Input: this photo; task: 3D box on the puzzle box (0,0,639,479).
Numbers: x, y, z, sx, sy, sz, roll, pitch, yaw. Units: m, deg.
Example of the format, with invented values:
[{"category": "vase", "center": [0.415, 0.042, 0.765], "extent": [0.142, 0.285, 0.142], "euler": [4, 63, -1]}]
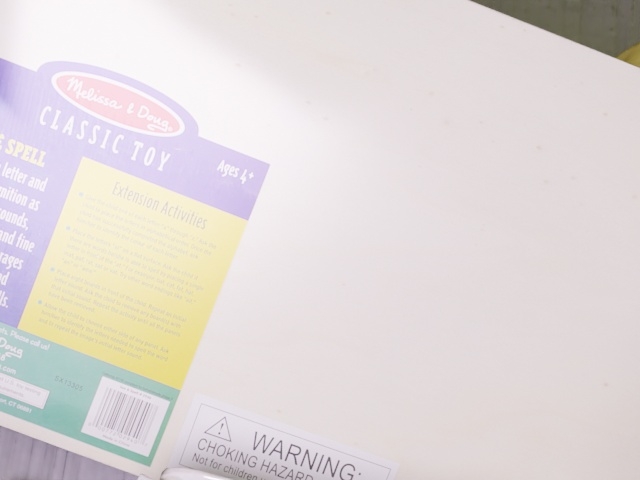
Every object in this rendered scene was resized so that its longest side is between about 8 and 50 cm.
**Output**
[{"category": "puzzle box", "center": [0.000, 0.000, 0.784], "extent": [0.409, 0.052, 0.272], "euler": [21, 99, -5]}]

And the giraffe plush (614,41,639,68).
[{"category": "giraffe plush", "center": [0.250, -0.087, 0.885], "extent": [0.181, 0.170, 0.210], "euler": [14, 111, 14]}]

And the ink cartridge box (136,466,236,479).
[{"category": "ink cartridge box", "center": [0.003, 0.327, 0.701], "extent": [0.279, 0.160, 0.384], "euler": [14, 68, 7]}]
